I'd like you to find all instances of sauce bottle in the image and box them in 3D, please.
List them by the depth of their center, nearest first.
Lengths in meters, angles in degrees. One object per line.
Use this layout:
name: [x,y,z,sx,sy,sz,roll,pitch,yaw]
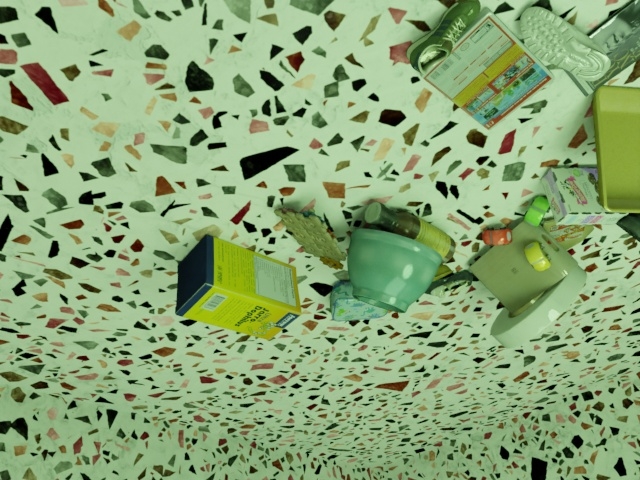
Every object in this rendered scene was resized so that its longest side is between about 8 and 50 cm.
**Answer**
sauce bottle: [0.281,-0.026,1.654,0.345,0.111,0.111,25,130,-33]

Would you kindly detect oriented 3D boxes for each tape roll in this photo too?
tape roll: [0.770,0.222,1.874,0.072,0.392,0.392,44,131,8]

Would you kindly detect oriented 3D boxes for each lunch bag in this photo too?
lunch bag: [0.144,0.226,1.947,0.219,0.090,0.176,-3,140,-7]

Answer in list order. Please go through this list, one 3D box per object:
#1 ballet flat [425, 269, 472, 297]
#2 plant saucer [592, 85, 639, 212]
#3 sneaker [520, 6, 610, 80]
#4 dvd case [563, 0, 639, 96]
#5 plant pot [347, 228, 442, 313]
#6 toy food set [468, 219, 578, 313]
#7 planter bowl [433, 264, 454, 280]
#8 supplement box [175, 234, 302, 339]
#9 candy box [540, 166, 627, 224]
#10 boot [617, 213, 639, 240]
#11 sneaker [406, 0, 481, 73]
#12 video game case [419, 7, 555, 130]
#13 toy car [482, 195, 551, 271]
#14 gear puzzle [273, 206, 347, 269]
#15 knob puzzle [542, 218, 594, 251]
ballet flat: [0.470,0.173,1.961,0.203,0.074,0.074,-21,139,15]
plant saucer: [0.867,-0.231,1.405,0.333,0.332,0.081,0,174,-10]
sneaker: [0.552,-0.456,1.202,0.235,0.094,0.090,31,138,-12]
dvd case: [0.706,-0.465,1.269,0.165,0.018,0.221,27,129,-36]
plant pot: [0.207,0.108,1.624,0.293,0.196,0.293,18,168,4]
toy food set: [0.686,0.090,1.811,0.092,0.219,0.306,-27,161,-45]
planter bowl: [0.342,0.109,1.816,0.217,0.090,0.217,-22,169,-5]
supplement box: [-0.263,0.161,1.707,0.357,0.194,0.195,23,131,-33]
candy box: [0.782,-0.133,1.565,0.197,0.164,0.070,-2,153,-9]
boot: [1.107,-0.183,1.583,0.445,0.146,0.367,-52,166,18]
sneaker: [0.279,-0.443,1.160,0.064,0.086,0.192,28,128,-37]
video game case: [0.409,-0.403,1.282,0.285,0.025,0.204,25,130,-34]
toy car: [0.661,-0.037,1.688,0.053,0.239,0.224,-18,134,-58]
gear puzzle: [0.000,0.000,1.641,0.176,0.044,0.339,10,152,33]
knob puzzle: [0.843,-0.027,1.819,0.213,0.029,0.213,-6,140,-5]
